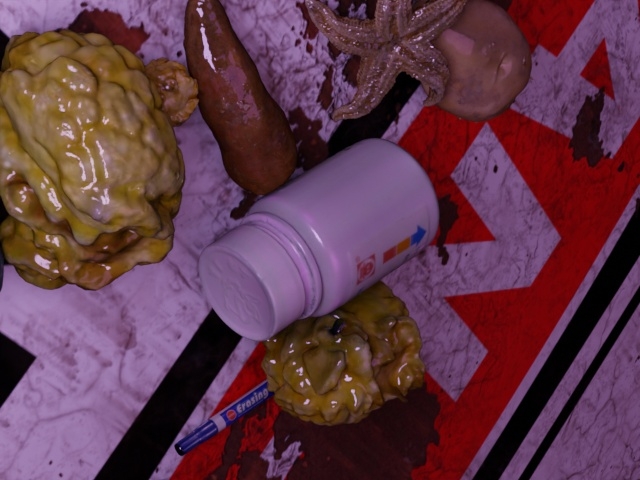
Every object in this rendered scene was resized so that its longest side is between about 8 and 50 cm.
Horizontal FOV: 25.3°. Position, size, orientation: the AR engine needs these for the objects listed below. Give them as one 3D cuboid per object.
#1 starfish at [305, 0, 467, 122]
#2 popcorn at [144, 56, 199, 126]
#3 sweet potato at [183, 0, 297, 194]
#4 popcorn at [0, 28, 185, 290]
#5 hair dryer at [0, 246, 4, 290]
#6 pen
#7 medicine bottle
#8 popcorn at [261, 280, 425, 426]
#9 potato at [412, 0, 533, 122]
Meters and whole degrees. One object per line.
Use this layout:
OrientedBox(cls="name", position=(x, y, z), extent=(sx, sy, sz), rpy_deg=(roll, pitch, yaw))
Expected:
OrientedBox(cls="starfish", position=(0.089, -0.259, 1.783), extent=(0.236, 0.062, 0.277), rpy_deg=(37, 111, -28))
OrientedBox(cls="popcorn", position=(-0.175, -0.160, 1.586), extent=(0.083, 0.057, 0.082), rpy_deg=(-59, 145, 0))
OrientedBox(cls="sweet potato", position=(-0.093, -0.158, 1.649), extent=(0.097, 0.097, 0.292), rpy_deg=(-44, 138, -23))
OrientedBox(cls="popcorn", position=(-0.235, -0.067, 1.435), extent=(0.174, 0.225, 0.286), rpy_deg=(-21, 124, -36))
OrientedBox(cls="hair dryer", position=(-0.369, -0.039, 1.425), extent=(0.100, 0.057, 0.197), rpy_deg=(-2, 100, -23))
OrientedBox(cls="pen", position=(-0.113, 0.227, 1.899), extent=(0.204, 0.025, 0.025), rpy_deg=(-32, 132, -34))
OrientedBox(cls="medicine bottle", position=(0.000, 0.000, 1.786), extent=(0.293, 0.170, 0.170), rpy_deg=(-33, 132, -35))
OrientedBox(cls="popcorn", position=(0.028, 0.142, 1.879), extent=(0.218, 0.189, 0.169), rpy_deg=(-55, 136, -15))
OrientedBox(cls="potato", position=(0.205, -0.252, 1.916), extent=(0.161, 0.128, 0.235), rpy_deg=(-50, 133, -19))
